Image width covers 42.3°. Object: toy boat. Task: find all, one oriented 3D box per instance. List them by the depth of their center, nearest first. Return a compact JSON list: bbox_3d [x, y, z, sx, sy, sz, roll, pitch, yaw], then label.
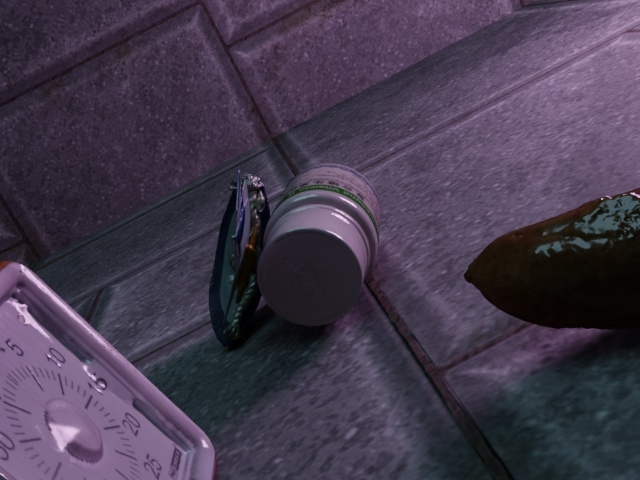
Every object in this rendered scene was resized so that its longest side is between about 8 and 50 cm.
[{"bbox_3d":[-0.099,0.000,0.946,0.067,0.221,0.291,7,-16,2],"label":"toy boat"}]

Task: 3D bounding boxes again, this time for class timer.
[{"bbox_3d":[-0.211,0.155,0.615,0.161,0.250,0.257,-27,15,5],"label":"timer"}]

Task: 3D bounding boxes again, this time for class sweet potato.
[{"bbox_3d":[0.286,0.001,0.574,0.385,0.109,0.109,-11,22,31],"label":"sweet potato"}]

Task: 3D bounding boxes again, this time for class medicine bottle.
[{"bbox_3d":[0.000,0.000,0.983,0.139,0.139,0.237,-23,15,15],"label":"medicine bottle"}]
